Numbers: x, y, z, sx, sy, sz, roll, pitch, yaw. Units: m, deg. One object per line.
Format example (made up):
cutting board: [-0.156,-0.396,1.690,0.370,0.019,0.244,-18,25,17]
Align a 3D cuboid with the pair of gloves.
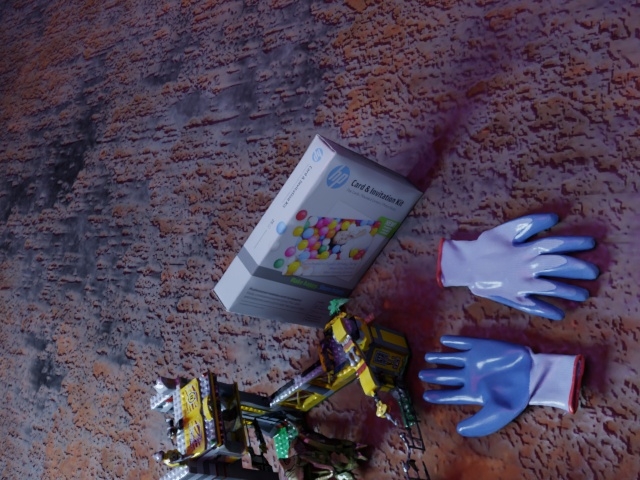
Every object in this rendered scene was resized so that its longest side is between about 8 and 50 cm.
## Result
pair of gloves: [0.160,0.074,0.642,0.159,0.023,0.198,-3,74,45]

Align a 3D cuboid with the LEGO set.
LEGO set: [-0.030,0.212,0.638,0.255,0.192,0.331,-32,51,34]

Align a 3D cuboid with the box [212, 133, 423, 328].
box: [0.000,0.000,0.731,0.186,0.145,0.038,-55,49,15]
